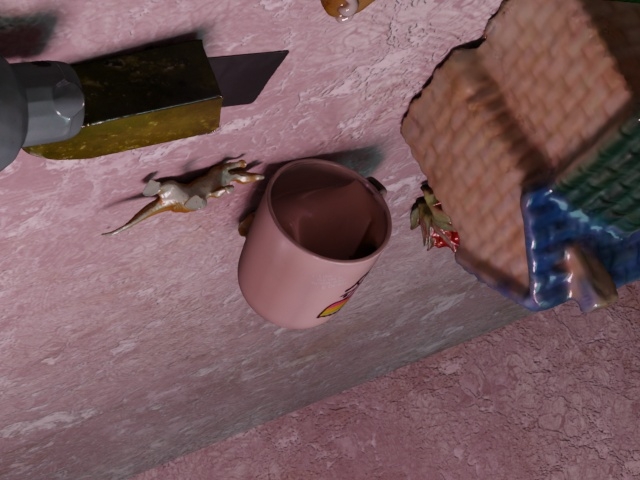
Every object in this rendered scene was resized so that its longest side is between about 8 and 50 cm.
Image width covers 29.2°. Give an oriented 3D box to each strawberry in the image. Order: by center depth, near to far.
[{"bbox_3d":[0.324,-0.060,2.143,0.306,0.138,0.233,-9,154,-14],"label":"strawberry"}]

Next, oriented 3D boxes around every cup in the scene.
[{"bbox_3d":[0.000,0.000,1.838,0.253,0.191,0.200,-38,165,-40],"label":"cup"}]

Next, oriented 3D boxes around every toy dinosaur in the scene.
[{"bbox_3d":[-0.191,-0.064,1.686,0.212,0.057,0.142,-15,-177,10],"label":"toy dinosaur"}]

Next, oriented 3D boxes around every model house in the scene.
[{"bbox_3d":[0.408,-0.133,1.678,0.395,0.400,0.445,-11,158,-27],"label":"model house"}]

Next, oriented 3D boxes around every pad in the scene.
[{"bbox_3d":[-0.138,-0.186,1.462,0.193,0.004,0.116,-12,159,-35],"label":"pad"}]

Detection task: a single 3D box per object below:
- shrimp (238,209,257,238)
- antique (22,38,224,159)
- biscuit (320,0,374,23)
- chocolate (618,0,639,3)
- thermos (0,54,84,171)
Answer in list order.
[{"bbox_3d":[-0.043,-0.038,1.930,0.184,0.043,0.091,-13,156,-27],"label":"shrimp"},{"bbox_3d":[-0.223,-0.145,1.333,0.221,0.080,0.081,-16,158,-17],"label":"antique"},{"bbox_3d":[0.143,-0.334,1.335,0.301,0.049,0.197,-22,164,-9],"label":"biscuit"},{"bbox_3d":[0.317,-0.389,1.158,0.360,0.161,0.341,-6,150,-38],"label":"chocolate"},{"bbox_3d":[-0.371,-0.116,1.159,0.286,0.145,0.182,-12,-172,-37],"label":"thermos"}]
